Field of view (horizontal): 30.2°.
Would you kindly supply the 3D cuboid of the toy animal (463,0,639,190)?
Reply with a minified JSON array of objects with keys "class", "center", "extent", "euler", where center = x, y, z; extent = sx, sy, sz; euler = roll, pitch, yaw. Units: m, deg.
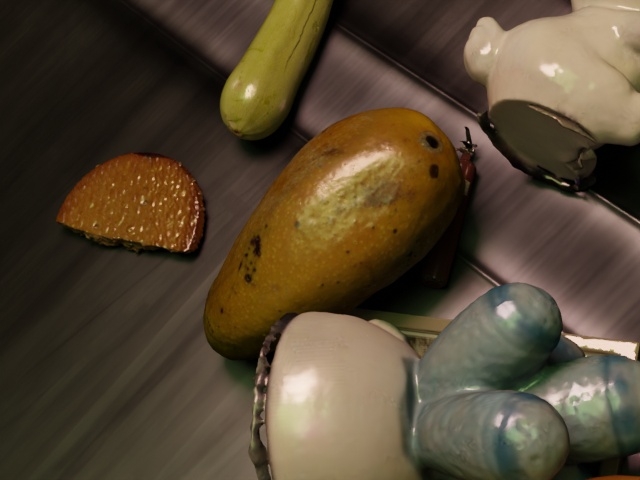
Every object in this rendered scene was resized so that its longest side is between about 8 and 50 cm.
[{"class":"toy animal","center":[0.284,-0.216,1.181],"extent":[0.247,0.183,0.310],"euler":[21,76,31]}]

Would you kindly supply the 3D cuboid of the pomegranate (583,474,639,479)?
[{"class":"pomegranate","center":[0.193,0.373,0.813],"extent":[0.412,0.411,0.411],"euler":[-10,62,20]}]

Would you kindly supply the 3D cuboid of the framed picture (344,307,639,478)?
[{"class":"framed picture","center":[0.132,0.190,1.150],"extent":[0.324,0.020,0.240],"euler":[7,70,27]}]

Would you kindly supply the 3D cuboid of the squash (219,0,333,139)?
[{"class":"squash","center":[-0.044,-0.229,1.396],"extent":[0.083,0.083,0.250],"euler":[16,73,30]}]

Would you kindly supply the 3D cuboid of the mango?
[{"class":"mango","center":[-0.001,-0.003,1.214],"extent":[0.329,0.176,0.175],"euler":[-37,65,5]}]

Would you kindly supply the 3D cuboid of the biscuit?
[{"class":"biscuit","center":[-0.216,-0.047,1.421],"extent":[0.206,0.025,0.126],"euler":[12,72,28]}]

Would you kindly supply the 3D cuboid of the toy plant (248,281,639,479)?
[{"class":"toy plant","center":[0.133,0.157,1.025],"extent":[0.332,0.247,0.247],"euler":[-9,63,18]}]

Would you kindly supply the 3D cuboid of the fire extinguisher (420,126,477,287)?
[{"class":"fire extinguisher","center":[0.133,-0.033,1.255],"extent":[0.049,0.035,0.173],"euler":[-19,50,61]}]
